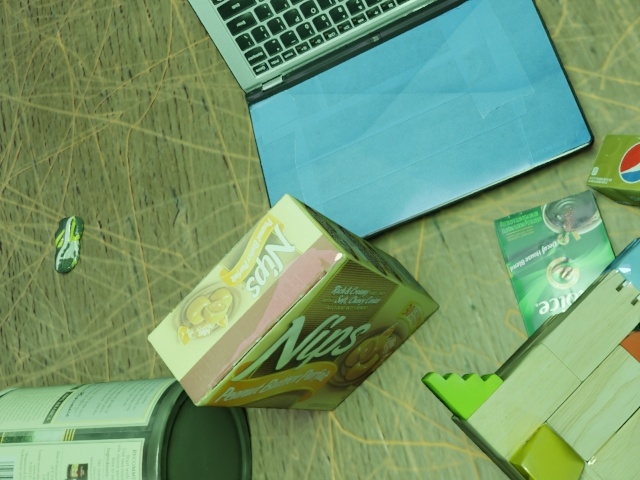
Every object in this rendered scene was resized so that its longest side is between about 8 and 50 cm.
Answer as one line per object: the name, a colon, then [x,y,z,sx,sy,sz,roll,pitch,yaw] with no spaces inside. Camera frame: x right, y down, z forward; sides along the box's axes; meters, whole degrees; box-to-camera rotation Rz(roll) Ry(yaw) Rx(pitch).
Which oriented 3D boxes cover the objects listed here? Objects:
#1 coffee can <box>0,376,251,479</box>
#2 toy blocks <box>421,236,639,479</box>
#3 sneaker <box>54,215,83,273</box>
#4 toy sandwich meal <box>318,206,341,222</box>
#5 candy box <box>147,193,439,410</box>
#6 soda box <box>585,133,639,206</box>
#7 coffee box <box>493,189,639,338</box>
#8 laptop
coffee can: [-0.247,0.262,0.970,0.275,0.201,0.201,-7,76,22]
toy blocks: [0.317,0.175,0.756,0.261,0.191,0.381,-43,82,-8]
sneaker: [-0.358,0.006,1.173,0.035,0.031,0.083,5,76,38]
toy sandwich meal: [0.000,0.000,1.015,0.086,0.029,0.085,-5,76,22]
candy box: [-0.008,0.080,0.842,0.183,0.316,0.087,-46,65,7]
soda box: [0.350,-0.064,0.809,0.181,0.058,0.061,18,84,62]
coffee box: [0.264,0.049,0.884,0.113,0.040,0.184,-18,72,18]
laptop: [0.037,-0.248,0.940,0.382,0.408,0.236,-23,28,17]
